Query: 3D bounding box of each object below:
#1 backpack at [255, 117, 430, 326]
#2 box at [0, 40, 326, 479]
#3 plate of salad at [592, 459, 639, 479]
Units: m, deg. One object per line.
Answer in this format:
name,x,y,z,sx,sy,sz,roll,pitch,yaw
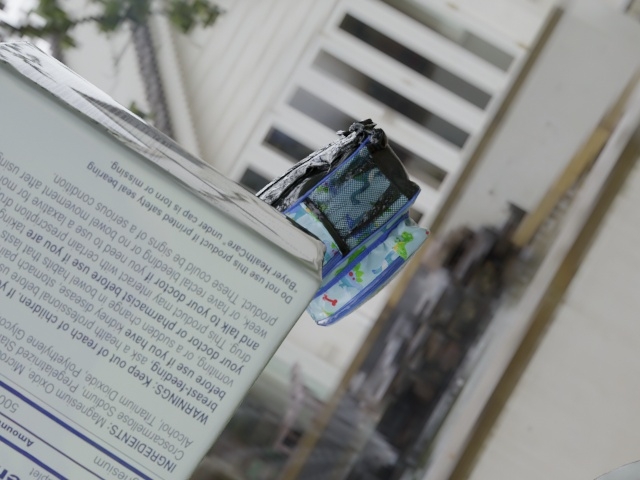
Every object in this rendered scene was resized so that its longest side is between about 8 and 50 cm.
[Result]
backpack,0.000,0.000,0.871,0.114,0.084,0.105,-37,4,-7
box,-0.086,0.028,0.504,0.137,0.126,0.072,-55,4,9
plate of salad,0.169,0.200,0.727,0.200,0.200,0.048,-59,15,-13
